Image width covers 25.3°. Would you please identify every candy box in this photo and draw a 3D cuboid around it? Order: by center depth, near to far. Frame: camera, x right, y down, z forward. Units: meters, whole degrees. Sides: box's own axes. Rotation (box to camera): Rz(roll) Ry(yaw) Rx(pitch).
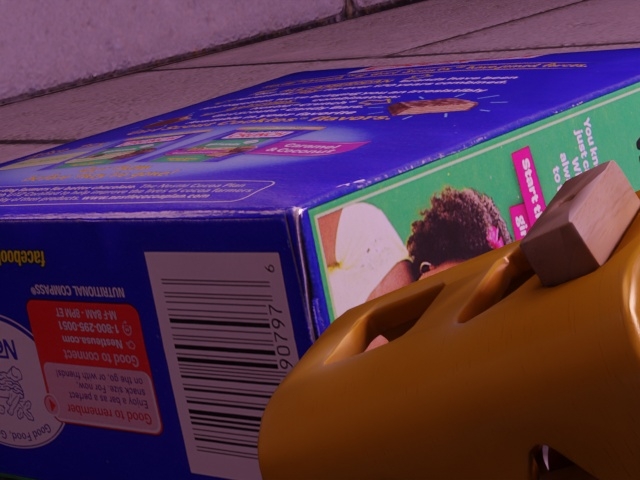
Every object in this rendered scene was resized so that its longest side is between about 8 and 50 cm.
[{"bbox_3d":[0.000,0.000,0.631,0.268,0.122,0.317,1,17,41],"label":"candy box"}]

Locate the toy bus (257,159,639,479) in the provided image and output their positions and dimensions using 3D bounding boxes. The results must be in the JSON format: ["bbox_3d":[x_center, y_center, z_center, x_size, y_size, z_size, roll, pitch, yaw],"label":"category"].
[{"bbox_3d":[0.082,0.035,0.348,0.202,0.104,0.191,-35,11,-9],"label":"toy bus"}]
